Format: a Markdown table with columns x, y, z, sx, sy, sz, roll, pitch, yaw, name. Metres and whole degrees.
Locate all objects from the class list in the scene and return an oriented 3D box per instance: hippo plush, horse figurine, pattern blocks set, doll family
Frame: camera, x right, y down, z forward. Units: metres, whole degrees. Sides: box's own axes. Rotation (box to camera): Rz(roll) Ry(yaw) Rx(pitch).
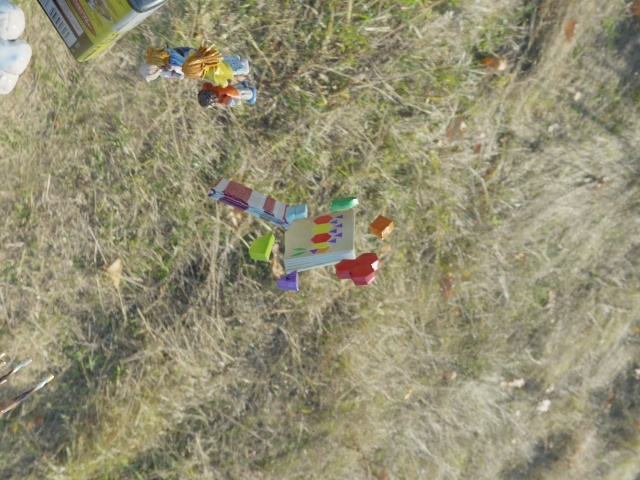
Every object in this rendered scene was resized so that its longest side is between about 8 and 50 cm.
| x | y | z | sx | sy | sz | roll | pitch | yaw | name |
| --- | --- | --- | --- | --- | --- | --- | --- | --- | --- |
| -0.739 | -0.400 | 1.080 | 0.234 | 0.237 | 0.294 | 3 | 125 | 16 | hippo plush |
| -0.576 | 0.256 | 0.920 | 0.174 | 0.263 | 0.066 | -46 | 129 | -44 | horse figurine |
| 0.000 | 0.000 | 1.089 | 0.285 | 0.325 | 0.026 | -5 | 120 | 16 | pattern blocks set |
| -0.255 | -0.353 | 1.105 | 0.163 | 0.262 | 0.119 | -27 | 137 | -50 | doll family |

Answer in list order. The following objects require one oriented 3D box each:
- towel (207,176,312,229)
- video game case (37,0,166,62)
| x | y | z | sx | sy | sz | roll | pitch | yaw | name |
| --- | --- | --- | --- | --- | --- | --- | --- | --- | --- |
| -0.177 | -0.114 | 1.731 | 0.328 | 0.237 | 0.037 | 22 | 104 | -7 | towel |
| -0.222 | -0.275 | 0.394 | 0.035 | 0.248 | 0.275 | -38 | 116 | -21 | video game case |
